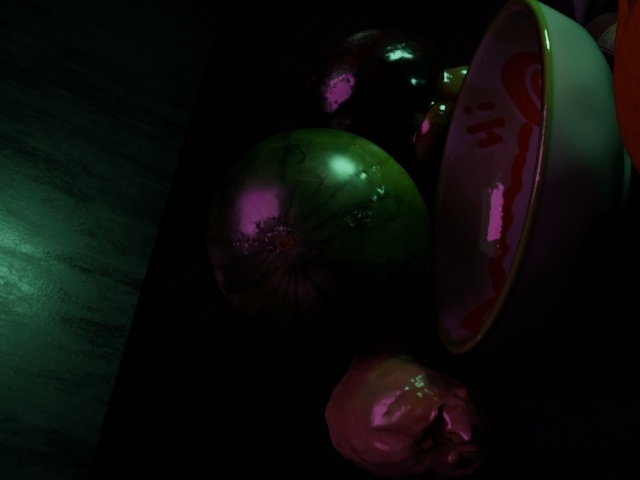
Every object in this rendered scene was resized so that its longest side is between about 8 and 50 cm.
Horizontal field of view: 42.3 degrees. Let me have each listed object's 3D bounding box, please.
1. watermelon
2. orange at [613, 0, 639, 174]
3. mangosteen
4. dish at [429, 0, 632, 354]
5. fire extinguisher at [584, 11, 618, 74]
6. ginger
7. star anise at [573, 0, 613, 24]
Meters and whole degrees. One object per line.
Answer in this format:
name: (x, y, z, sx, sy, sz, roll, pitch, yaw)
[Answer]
watermelon: (-0.001, 0.000, 0.875, 0.242, 0.242, 0.242, -49, 28, 38)
orange: (0.299, -0.117, 0.410, 0.312, 0.312, 0.312, -49, 28, 38)
mangosteen: (0.101, -0.146, 1.014, 0.265, 0.228, 0.228, 15, 82, 37)
dish: (0.202, -0.048, 0.760, 0.324, 0.124, 0.324, -171, 90, -85)
fire extinguisher: (0.291, -0.140, 0.713, 0.231, 0.099, 0.071, -112, 23, -62)
ginger: (0.082, 0.173, 0.844, 0.152, 0.138, 0.267, -60, 18, 6)
star anise: (0.319, -0.328, 0.873, 0.208, 0.063, 0.172, -65, 21, 5)
